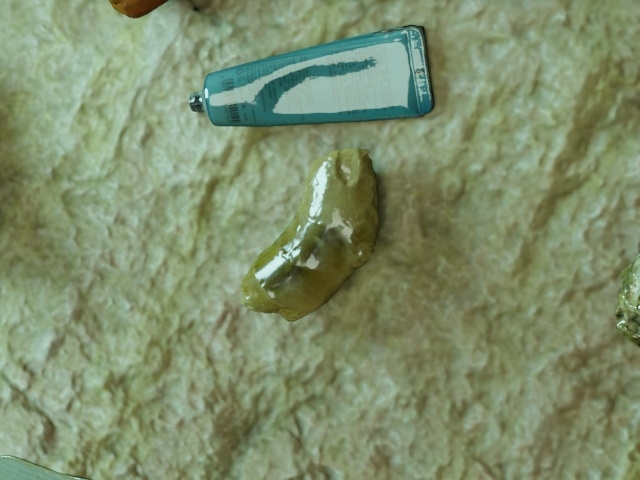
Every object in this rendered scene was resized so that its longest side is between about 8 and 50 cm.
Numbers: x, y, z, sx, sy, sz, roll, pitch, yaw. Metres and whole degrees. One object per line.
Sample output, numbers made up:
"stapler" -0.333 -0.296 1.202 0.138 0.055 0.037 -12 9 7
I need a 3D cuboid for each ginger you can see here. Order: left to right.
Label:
"ginger" -0.002 -0.001 1.553 0.095 0.069 0.190 39 109 2

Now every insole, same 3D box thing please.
"insole" -0.251 0.264 1.725 0.188 0.004 0.064 19 105 14

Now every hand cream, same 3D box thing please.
"hand cream" -0.011 -0.141 1.548 0.224 0.048 0.083 -6 99 13

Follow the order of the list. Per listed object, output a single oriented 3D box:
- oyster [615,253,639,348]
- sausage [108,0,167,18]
"oyster" 0.353 0.092 1.442 0.233 0.107 0.161 34 101 7
"sausage" -0.137 -0.283 1.540 0.089 0.089 0.179 39 107 8
